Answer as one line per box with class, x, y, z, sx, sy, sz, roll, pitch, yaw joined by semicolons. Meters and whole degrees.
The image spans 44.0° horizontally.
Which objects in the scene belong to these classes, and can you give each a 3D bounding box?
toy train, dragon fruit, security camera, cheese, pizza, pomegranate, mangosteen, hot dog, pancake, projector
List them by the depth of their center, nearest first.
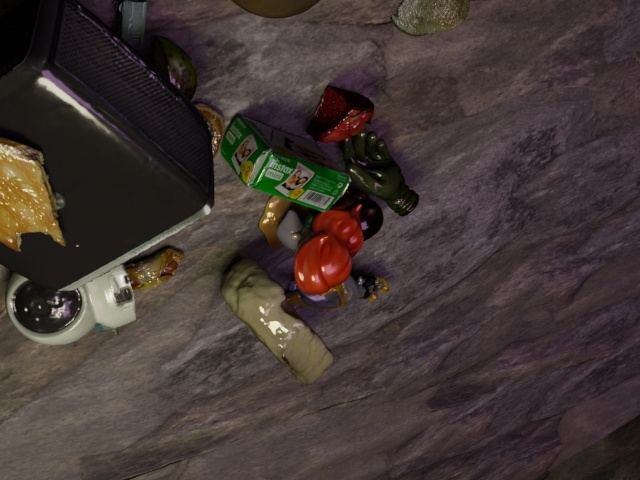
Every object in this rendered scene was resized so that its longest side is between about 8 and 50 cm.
pizza;-0.474;-0.071;1.195;0.181;0.034;0.262;-19;137;14
projector;-0.442;-0.152;1.318;0.395;0.242;0.405;-27;137;23
toy train;-0.345;-0.400;1.434;0.056;0.038;0.093;-8;124;-33
pomegranate;-0.300;-0.284;1.471;0.122;0.143;0.169;37;85;-45
security camera;-0.500;0.104;1.572;0.236;0.194;0.194;-14;127;-17
pancake;-0.264;-0.209;1.629;0.158;0.028;0.158;-20;132;-24
hot dog;-0.366;0.072;1.725;0.169;0.061;0.078;-25;132;-19
dragon fruit;0.059;-0.258;1.739;0.127;0.161;0.120;10;112;-27
cheese;-0.103;0.186;1.819;0.115;0.326;0.318;-44;178;-10
mangosteen;0.088;-0.065;1.919;0.140;0.140;0.140;-18;128;-24

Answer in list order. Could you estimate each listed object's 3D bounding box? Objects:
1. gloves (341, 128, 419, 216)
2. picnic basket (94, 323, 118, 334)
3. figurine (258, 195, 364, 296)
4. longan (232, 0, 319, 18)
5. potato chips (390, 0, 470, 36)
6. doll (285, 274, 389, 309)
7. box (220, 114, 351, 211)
gloves;0.135;-0.162;1.883;0.268;0.107;0.135;51;54;-33
picnic basket;-0.457;0.174;1.733;0.083;0.065;0.083;-24;128;2
figurine;-0.006;-0.004;1.790;0.208;0.257;0.180;-8;124;-32
longan;-0.084;-0.527;1.400;0.258;0.258;0.258;-18;128;-24
potato chips;0.251;-0.522;1.779;0.209;0.026;0.142;-31;136;-11
doll;0.039;0.124;2.024;0.316;0.146;0.103;3;80;-43
box;-0.077;-0.161;1.689;0.250;0.180;0.103;16;113;-42
